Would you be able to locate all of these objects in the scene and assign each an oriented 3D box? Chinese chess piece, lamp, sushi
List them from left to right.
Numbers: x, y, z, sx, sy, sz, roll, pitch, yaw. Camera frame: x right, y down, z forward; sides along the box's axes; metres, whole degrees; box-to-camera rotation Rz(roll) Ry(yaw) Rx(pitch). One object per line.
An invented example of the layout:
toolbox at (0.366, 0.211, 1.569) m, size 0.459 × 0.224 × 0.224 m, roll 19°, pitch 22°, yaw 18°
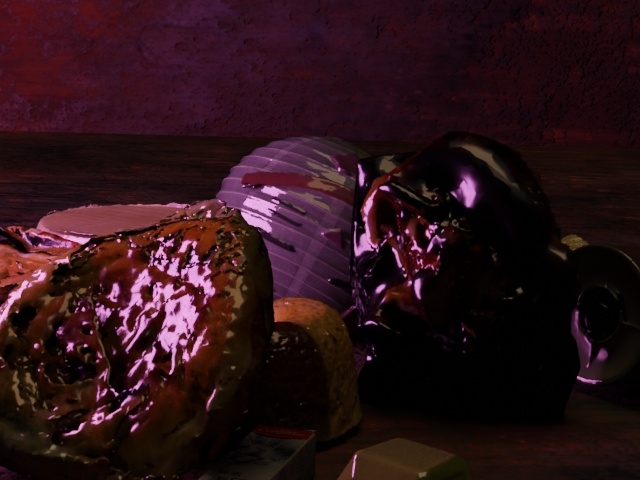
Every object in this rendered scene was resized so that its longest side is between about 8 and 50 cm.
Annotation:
Chinese chess piece at (-0.231, 0.017, 1.831) m, size 0.249 × 0.103 × 0.250 m, roll 2°, pitch 12°, yaw 0°
lamp at (0.000, 0.000, 1.691) m, size 0.265 × 0.233 × 0.233 m, roll 22°, pitch 15°, yaw 7°
sushi at (0.143, 0.018, 1.448) m, size 0.215 × 0.212 × 0.227 m, roll 3°, pitch 56°, yaw -3°

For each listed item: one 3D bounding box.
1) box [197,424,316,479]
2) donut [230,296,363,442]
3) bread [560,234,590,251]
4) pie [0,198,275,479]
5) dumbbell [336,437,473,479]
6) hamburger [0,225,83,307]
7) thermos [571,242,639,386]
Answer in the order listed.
box at (-0.058, 0.196, 1.154) m, size 0.055 × 0.039 × 0.218 m, roll 4°, pitch 11°, yaw 15°
donut at (-0.057, 0.120, 1.346) m, size 0.151 × 0.112 × 0.295 m, roll 10°, pitch 14°, yaw 44°
bread at (0.288, 0.063, 1.709) m, size 0.129 × 0.111 × 0.114 m, roll -25°, pitch 29°, yaw -28°
pie at (-0.166, 0.087, 1.224) m, size 0.308 × 0.085 × 0.308 m, roll -13°, pitch 47°, yaw 14°
dumbbell at (-0.014, 0.209, 0.930) m, size 0.108 × 0.121 × 0.302 m, roll -26°, pitch -9°, yaw 39°
hamburger at (-0.357, 0.055, 1.621) m, size 0.231 × 0.107 × 0.231 m, roll 3°, pitch 16°, yaw -1°
thermos at (0.371, 0.084, 1.600) m, size 0.265 × 0.146 × 0.176 m, roll 3°, pitch -17°, yaw -41°
